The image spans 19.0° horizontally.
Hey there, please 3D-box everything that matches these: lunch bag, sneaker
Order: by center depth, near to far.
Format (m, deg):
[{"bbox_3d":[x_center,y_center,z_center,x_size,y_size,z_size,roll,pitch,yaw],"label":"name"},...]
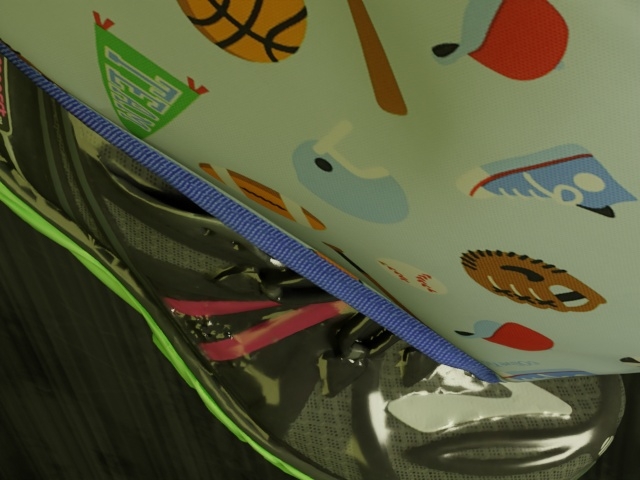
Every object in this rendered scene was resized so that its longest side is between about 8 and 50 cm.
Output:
[{"bbox_3d":[0.056,-0.124,0.664,0.385,0.239,0.328,30,157,-28],"label":"lunch bag"},{"bbox_3d":[0.000,0.000,1.005,0.483,0.185,0.202,37,156,-27],"label":"sneaker"}]
